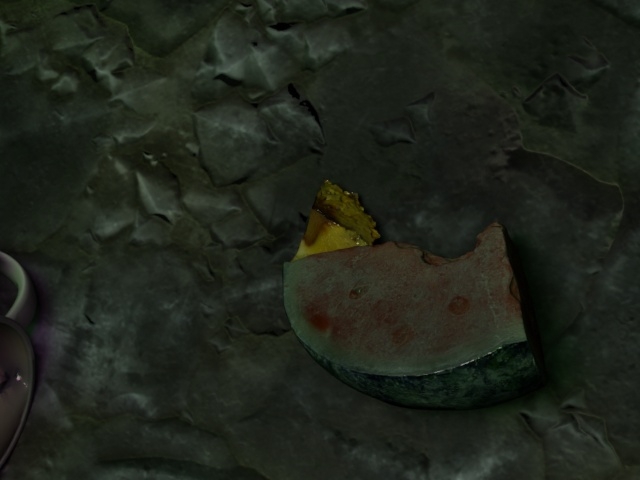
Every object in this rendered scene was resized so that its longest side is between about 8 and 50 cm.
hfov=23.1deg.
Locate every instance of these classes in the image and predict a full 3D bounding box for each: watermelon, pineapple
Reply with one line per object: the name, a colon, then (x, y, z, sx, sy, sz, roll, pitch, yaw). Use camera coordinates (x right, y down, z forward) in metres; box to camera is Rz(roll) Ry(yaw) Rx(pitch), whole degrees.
watermelon: (0.112, 0.080, 1.635, 0.318, 0.148, 0.226, 18, 66, 39)
pineapple: (0.000, 0.000, 1.716, 0.114, 0.077, 0.114, -51, 59, 18)

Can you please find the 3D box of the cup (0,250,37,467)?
cup: (-0.506, 0.116, 1.825, 0.326, 0.237, 0.323, 19, 55, 26)
